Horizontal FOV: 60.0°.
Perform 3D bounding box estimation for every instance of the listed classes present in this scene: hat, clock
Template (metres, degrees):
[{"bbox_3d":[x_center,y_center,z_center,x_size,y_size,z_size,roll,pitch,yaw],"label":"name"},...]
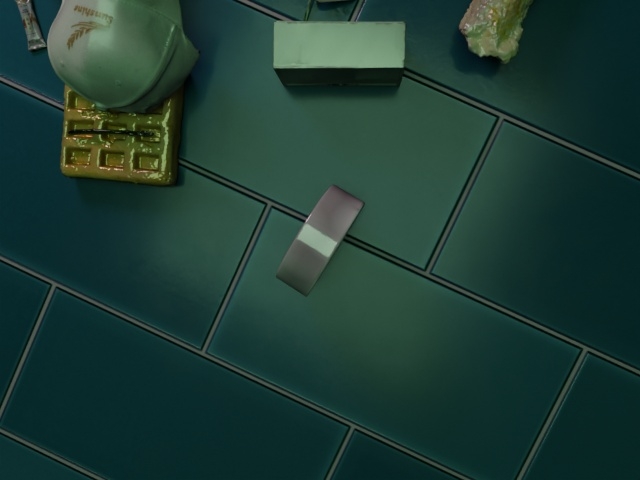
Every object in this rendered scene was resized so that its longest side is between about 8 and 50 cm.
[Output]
[{"bbox_3d":[-0.357,-0.365,0.919,0.258,0.301,0.167,14,58,3],"label":"hat"},{"bbox_3d":[0.000,0.000,0.984,0.068,0.197,0.196,32,95,2],"label":"clock"}]

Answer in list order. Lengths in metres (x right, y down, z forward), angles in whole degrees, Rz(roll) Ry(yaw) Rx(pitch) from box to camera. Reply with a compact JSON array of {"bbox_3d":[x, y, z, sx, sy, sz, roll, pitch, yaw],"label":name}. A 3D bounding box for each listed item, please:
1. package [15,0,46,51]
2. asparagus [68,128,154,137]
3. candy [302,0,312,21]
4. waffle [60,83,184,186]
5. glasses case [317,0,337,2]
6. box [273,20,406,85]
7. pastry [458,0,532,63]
[{"bbox_3d":[-0.573,-0.431,1.093,0.037,0.015,0.110,-15,93,-1],"label":"package"},{"bbox_3d":[-0.393,-0.202,1.038,0.166,0.016,0.013,2,52,5],"label":"asparagus"},{"bbox_3d":[-0.002,-0.501,1.041,0.056,0.049,0.184,21,103,10],"label":"candy"},{"bbox_3d":[-0.381,-0.233,1.070,0.221,0.055,0.247,5,93,4],"label":"waffle"},{"bbox_3d":[0.030,-0.465,1.038,0.083,0.021,0.032,-8,113,-8],"label":"glasses case"},{"bbox_3d":[0.036,-0.334,0.997,0.225,0.129,0.086,2,93,4],"label":"box"},{"bbox_3d":[0.341,-0.439,0.990,0.122,0.089,0.258,26,96,-1],"label":"pastry"}]
